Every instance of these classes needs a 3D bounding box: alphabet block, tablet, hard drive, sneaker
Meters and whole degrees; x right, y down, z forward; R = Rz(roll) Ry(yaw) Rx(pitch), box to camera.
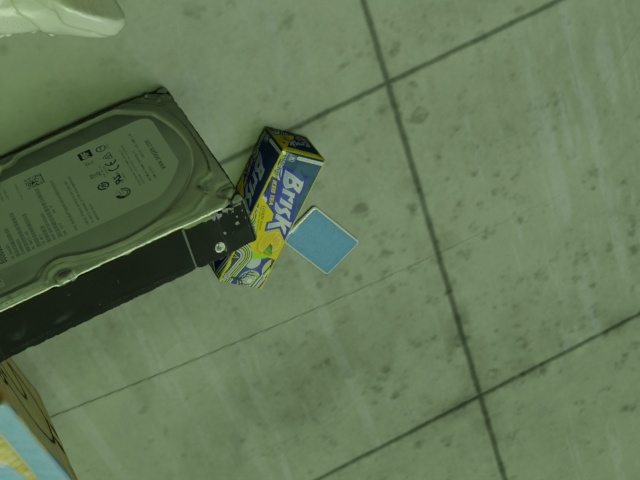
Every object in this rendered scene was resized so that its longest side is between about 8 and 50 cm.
[{"bbox_3d":[-0.385,0.215,1.930,0.193,0.197,0.192,-32,131,-4],"label":"alphabet block"},{"bbox_3d":[0.000,0.000,2.101,0.054,0.006,0.083,-45,129,8],"label":"tablet"},{"bbox_3d":[-0.258,-0.010,1.813,0.339,0.237,0.064,-26,129,-8],"label":"hard drive"},{"bbox_3d":[-0.293,-0.220,1.767,0.212,0.080,0.094,13,127,-26],"label":"sneaker"}]

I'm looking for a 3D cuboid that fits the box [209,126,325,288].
[{"bbox_3d":[-0.061,-0.034,2.016,0.059,0.054,0.169,12,115,-33],"label":"box"}]
